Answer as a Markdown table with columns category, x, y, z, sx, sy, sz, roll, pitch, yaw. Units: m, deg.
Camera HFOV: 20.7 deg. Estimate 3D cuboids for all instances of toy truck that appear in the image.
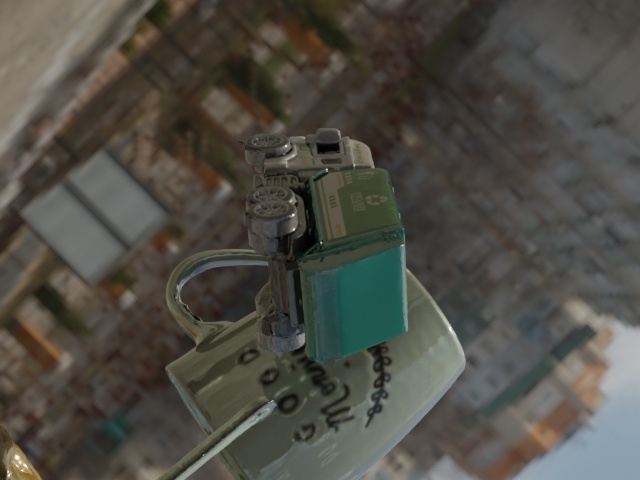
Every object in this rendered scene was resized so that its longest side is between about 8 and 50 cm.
| category | x | y | z | sx | sy | sz | roll | pitch | yaw |
| --- | --- | --- | --- | --- | --- | --- | --- | --- | --- |
| toy truck | 0.000 | 0.000 | 1.369 | 0.124 | 0.114 | 0.253 | -4 | -154 | 0 |

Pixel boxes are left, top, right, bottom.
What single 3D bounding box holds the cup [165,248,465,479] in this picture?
| category | x | y | z | sx | sy | sz | roll | pitch | yaw |
| --- | --- | --- | --- | --- | --- | --- | --- | --- | --- |
| cup | -0.020 | 0.099 | 1.611 | 0.234 | 0.258 | 0.186 | -36 | 171 | -10 |

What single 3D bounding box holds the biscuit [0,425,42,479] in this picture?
| category | x | y | z | sx | sy | sz | roll | pitch | yaw |
| --- | --- | --- | --- | --- | --- | --- | --- | --- | --- |
| biscuit | -0.284 | 0.301 | 1.828 | 0.047 | 0.208 | 0.164 | -30 | -143 | 18 |

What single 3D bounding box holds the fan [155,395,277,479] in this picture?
| category | x | y | z | sx | sy | sz | roll | pitch | yaw |
| --- | --- | --- | --- | --- | --- | --- | --- | --- | --- |
| fan | -0.110 | 0.143 | 0.787 | 0.227 | 0.008 | 0.152 | -40 | 164 | -3 |
